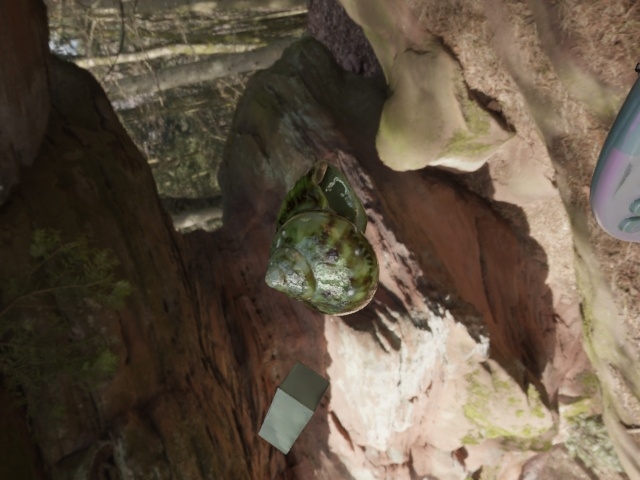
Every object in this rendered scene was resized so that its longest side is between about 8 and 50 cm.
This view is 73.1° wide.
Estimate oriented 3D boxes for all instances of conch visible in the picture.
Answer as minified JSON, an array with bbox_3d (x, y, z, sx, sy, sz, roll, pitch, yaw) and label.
[{"bbox_3d":[-0.003,0.001,0.523,0.181,0.124,0.187,-23,-90,-80],"label":"conch"}]

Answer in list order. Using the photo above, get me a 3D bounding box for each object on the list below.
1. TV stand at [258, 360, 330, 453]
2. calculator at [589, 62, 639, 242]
[{"bbox_3d":[-0.065,0.380,0.969,0.088,0.083,0.269,31,135,9],"label":"TV stand"},{"bbox_3d":[0.275,-0.097,0.249,0.299,0.185,0.041,84,179,-52],"label":"calculator"}]
